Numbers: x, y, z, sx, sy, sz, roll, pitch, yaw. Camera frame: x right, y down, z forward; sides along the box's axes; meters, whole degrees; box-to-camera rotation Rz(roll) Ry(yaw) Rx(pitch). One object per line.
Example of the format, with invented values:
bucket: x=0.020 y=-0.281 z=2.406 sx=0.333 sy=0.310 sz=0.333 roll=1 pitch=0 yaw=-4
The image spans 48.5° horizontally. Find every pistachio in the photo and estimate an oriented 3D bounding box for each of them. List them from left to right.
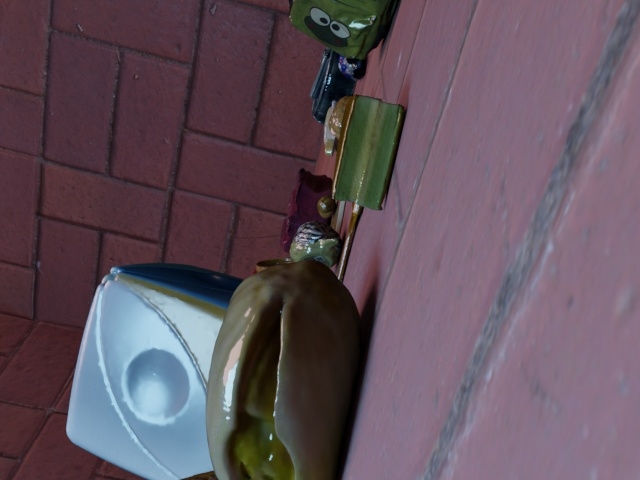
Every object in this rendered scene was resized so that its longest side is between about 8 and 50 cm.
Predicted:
pistachio: x=-0.040 y=0.163 z=0.823 sx=0.197 sy=0.166 sz=0.288 roll=14 pitch=-96 yaw=-70

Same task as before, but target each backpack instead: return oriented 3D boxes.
backpack: x=0.054 y=-0.473 z=1.342 sx=0.140 sy=0.207 sz=0.253 roll=-65 pitch=5 yaw=-25

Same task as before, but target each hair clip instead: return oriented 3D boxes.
hair clip: x=0.043 y=-0.284 z=1.840 sx=0.218 sy=0.071 sz=0.159 roll=101 pitch=179 yaw=-75

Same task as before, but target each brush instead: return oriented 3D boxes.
brush: x=0.042 y=0.016 z=1.177 sx=0.090 sy=0.017 sz=0.315 roll=-81 pitch=5 yaw=-77

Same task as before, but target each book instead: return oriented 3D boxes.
book: x=0.024 y=0.002 z=1.501 sx=0.172 sy=0.012 sz=0.118 roll=112 pitch=170 yaw=-65

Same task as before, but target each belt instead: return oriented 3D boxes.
belt: x=0.037 y=-0.455 z=2.056 sx=0.206 sy=0.116 sz=0.268 roll=-91 pitch=16 yaw=-56

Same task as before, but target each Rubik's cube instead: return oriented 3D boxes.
Rubik's cube: x=-0.232 y=0.246 z=1.363 sx=0.351 sy=0.352 sz=0.347 roll=-1 pitch=-73 yaw=-77

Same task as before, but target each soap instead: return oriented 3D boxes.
soap: x=-0.034 y=-0.064 z=1.827 sx=0.289 sy=0.112 sz=0.182 roll=-89 pitch=11 yaw=-72

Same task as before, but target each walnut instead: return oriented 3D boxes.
walnut: x=0.055 y=-0.228 z=1.362 sx=0.079 sy=0.082 sz=0.096 roll=60 pitch=-147 yaw=-52

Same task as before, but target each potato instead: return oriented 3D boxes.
potato: x=0.016 y=-0.080 z=1.664 sx=0.092 sy=0.046 sz=0.045 roll=78 pitch=168 yaw=-76

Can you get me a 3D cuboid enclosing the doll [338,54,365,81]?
doll: x=0.081 y=-0.445 z=1.792 sx=0.195 sy=0.070 sz=0.096 roll=-102 pitch=-6 yaw=-73

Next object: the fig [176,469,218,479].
fig: x=-0.168 y=0.530 z=1.024 sx=0.286 sy=0.286 sz=0.369 roll=114 pitch=146 yaw=-71

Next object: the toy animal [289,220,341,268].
toy animal: x=0.000 y=0.000 z=1.310 sx=0.137 sy=0.098 sz=0.098 roll=-46 pitch=27 yaw=50

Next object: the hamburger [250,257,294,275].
hamburger: x=-0.106 y=0.125 z=1.941 sx=0.175 sy=0.175 sz=0.137 roll=-99 pitch=10 yaw=-80

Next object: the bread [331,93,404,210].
bread: x=0.058 y=-0.112 z=0.933 sx=0.084 sy=0.074 sz=0.139 roll=-165 pitch=86 yaw=-86
